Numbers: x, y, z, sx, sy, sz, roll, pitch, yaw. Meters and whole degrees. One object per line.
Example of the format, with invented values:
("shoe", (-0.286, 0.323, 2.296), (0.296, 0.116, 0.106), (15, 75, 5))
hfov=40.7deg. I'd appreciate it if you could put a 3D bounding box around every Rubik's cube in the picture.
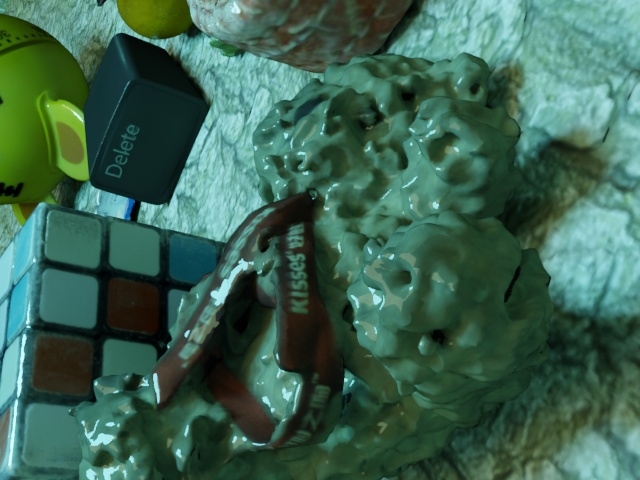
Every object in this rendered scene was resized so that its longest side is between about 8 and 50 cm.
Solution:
("Rubik's cube", (-0.209, 0.147, 0.866), (0.259, 0.253, 0.256), (-38, 47, 44))

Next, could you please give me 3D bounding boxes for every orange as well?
("orange", (-0.216, -0.356, 1.202), (0.156, 0.124, 0.156), (-162, 90, -76))

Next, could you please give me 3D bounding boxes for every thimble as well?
("thimble", (-0.015, -0.278, 0.813), (0.239, 0.162, 0.239), (-23, 62, 54))

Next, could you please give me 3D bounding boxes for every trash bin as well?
("trash bin", (-0.261, -0.182, 1.217), (0.165, 0.115, 0.225), (-63, 32, 21))

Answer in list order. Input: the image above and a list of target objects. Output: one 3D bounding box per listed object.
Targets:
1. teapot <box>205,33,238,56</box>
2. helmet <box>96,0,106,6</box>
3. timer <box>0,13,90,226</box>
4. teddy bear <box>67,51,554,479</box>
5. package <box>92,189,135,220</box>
("teapot", (-0.105, -0.273, 1.048), (0.092, 0.124, 0.091), (-3, 91, 17))
("helmet", (-0.266, -0.485, 1.312), (0.253, 0.154, 0.198), (111, 145, -46))
("timer", (-0.551, -0.197, 1.519), (0.387, 0.376, 0.376), (51, 133, 4))
("teddy bear", (0.000, 0.000, 0.637), (0.357, 0.224, 0.367), (-32, 49, 32))
("package", (-0.323, -0.045, 1.346), (0.173, 0.027, 0.171), (7, 82, 55))
